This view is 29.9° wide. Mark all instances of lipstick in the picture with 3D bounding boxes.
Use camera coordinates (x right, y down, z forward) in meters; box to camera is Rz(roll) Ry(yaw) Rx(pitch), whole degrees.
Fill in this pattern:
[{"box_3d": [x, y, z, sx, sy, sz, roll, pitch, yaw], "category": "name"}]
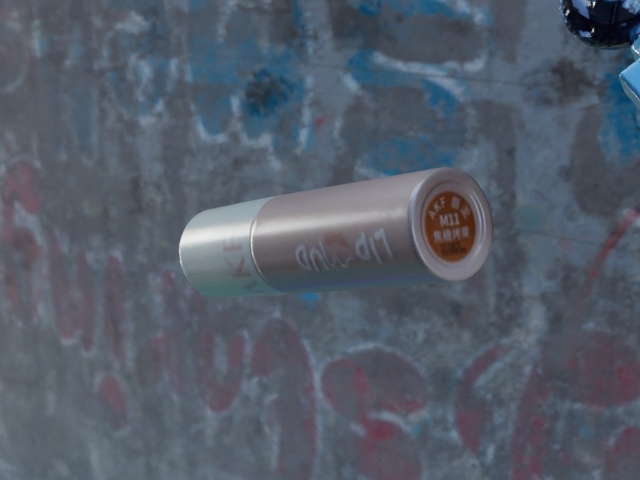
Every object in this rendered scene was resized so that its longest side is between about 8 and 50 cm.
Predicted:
[{"box_3d": [0.000, 0.000, 0.806, 0.254, 0.070, 0.070, -7, 99, 52], "category": "lipstick"}]

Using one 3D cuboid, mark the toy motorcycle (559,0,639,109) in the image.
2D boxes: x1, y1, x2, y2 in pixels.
[{"box_3d": [0.294, -0.123, 0.781, 0.182, 0.123, 0.272, -37, 67, 10], "category": "toy motorcycle"}]
